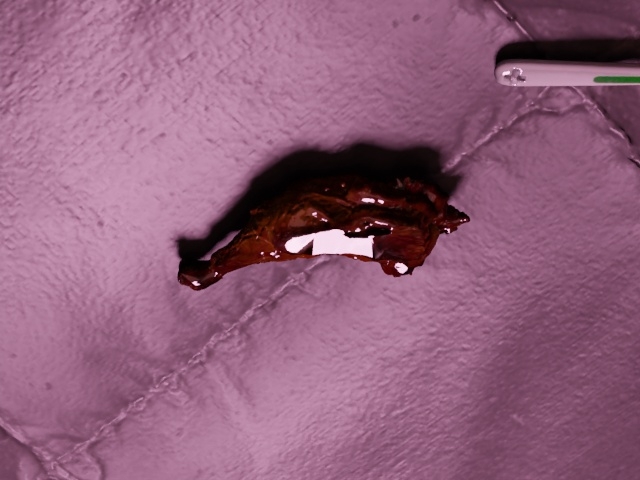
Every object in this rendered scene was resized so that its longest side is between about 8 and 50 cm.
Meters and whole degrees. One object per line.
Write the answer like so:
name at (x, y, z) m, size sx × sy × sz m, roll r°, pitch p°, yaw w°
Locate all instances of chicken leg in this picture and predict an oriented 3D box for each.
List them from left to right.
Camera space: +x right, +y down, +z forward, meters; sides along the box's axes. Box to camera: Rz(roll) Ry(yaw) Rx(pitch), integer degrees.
chicken leg at (0.001, -0.005, 1.470) m, size 0.219 × 0.048 × 0.089 m, roll -6°, pitch 123°, yaw -5°

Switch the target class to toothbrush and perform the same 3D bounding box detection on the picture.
toothbrush at (0.275, -0.126, 1.444) m, size 0.304 × 0.030 × 0.030 m, roll -1°, pitch 126°, yaw -5°
